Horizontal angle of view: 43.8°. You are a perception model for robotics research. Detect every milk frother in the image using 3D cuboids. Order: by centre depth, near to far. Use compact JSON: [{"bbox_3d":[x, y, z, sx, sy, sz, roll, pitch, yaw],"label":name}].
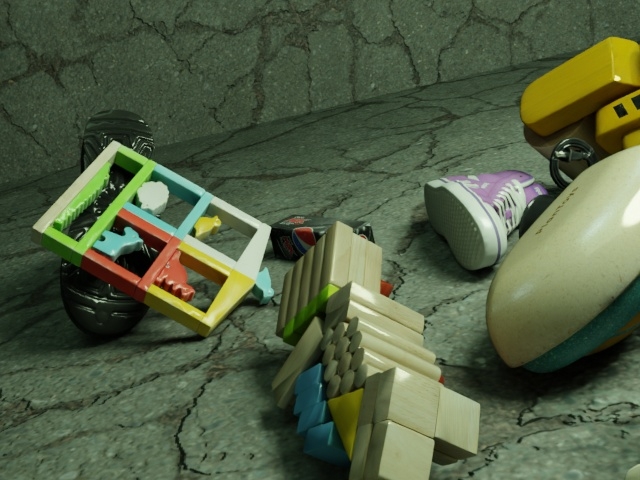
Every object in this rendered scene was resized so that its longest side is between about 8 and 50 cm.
[{"bbox_3d":[0.321,-0.041,0.929,0.129,0.143,0.134,-20,19,-34],"label":"milk frother"}]

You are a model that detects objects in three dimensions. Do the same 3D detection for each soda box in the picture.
[{"bbox_3d":[0.000,0.000,1.164,0.060,0.053,0.168,-27,22,-38],"label":"soda box"}]

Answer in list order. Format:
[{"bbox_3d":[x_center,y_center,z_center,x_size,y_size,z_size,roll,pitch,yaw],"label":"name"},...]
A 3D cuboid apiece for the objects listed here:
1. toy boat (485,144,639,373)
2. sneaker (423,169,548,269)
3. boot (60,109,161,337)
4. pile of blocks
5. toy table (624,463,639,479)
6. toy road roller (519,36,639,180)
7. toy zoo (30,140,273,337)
[{"bbox_3d":[0.281,0.022,0.691,0.267,0.148,0.318,-45,3,-13],"label":"toy boat"},{"bbox_3d":[0.241,-0.046,1.072,0.160,0.102,0.282,-9,18,0],"label":"sneaker"},{"bbox_3d":[-0.310,0.009,1.185,0.131,0.348,0.260,9,-28,-17],"label":"boot"},{"bbox_3d":[0.045,0.122,0.721,0.112,0.149,0.362,27,18,-20],"label":"pile of blocks"},{"bbox_3d":[0.156,0.190,0.206,0.160,0.252,0.274,-5,51,39],"label":"toy table"},{"bbox_3d":[0.429,-0.128,1.022,0.329,0.202,0.241,-25,44,46],"label":"toy road roller"},{"bbox_3d":[-0.191,0.002,1.031,0.293,0.030,0.192,30,47,-1],"label":"toy zoo"}]
